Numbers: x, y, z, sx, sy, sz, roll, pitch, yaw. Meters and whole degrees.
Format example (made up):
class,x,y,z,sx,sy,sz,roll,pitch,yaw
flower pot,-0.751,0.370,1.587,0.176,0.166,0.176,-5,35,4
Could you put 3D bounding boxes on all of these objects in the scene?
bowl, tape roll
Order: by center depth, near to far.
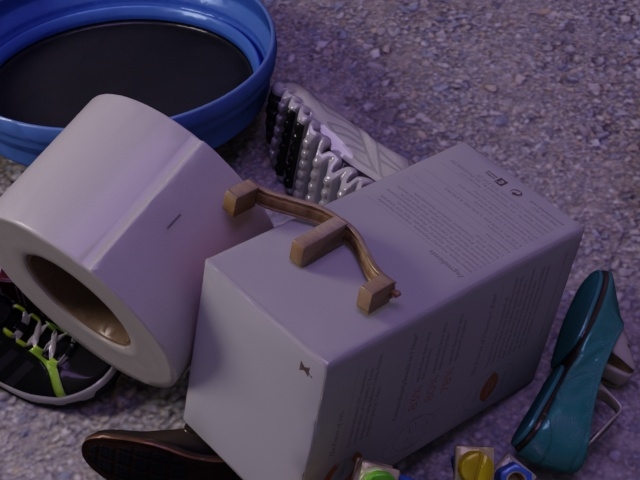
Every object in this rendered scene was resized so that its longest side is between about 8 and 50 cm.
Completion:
class,x,y,z,sx,sy,sz,roll,pitch,yaw
tape roll,-0.184,0.001,1.467,0.246,0.246,0.169,29,65,24
bowl,-0.245,-0.208,1.811,0.391,0.077,0.391,-1,38,1

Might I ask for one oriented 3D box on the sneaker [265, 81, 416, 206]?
class,x,y,z,sx,sy,sz,roll,pitch,yaw
sneaker,0.036,-0.080,1.727,0.118,0.110,0.292,-17,52,-31

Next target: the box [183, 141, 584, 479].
class,x,y,z,sx,sy,sz,roll,pitch,yaw
box,0.060,0.081,1.454,0.345,0.215,0.168,-25,51,-36

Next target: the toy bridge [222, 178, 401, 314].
class,x,y,z,sx,sy,sz,roll,pitch,yaw
toy bridge,0.000,0.000,1.346,0.188,0.026,0.063,35,44,27

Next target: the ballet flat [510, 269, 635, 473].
class,x,y,z,sx,sy,sz,roll,pitch,yaw
ballet flat,0.272,0.141,1.543,0.087,0.083,0.247,33,53,-3

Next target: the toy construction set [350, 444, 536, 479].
class,x,y,z,sx,sy,sz,roll,pitch,yaw
toy construction set,0.061,0.326,1.316,0.215,0.151,0.328,14,70,-5

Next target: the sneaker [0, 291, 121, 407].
class,x,y,z,sx,sy,sz,roll,pitch,yaw
sneaker,-0.322,0.104,1.562,0.234,0.097,0.084,11,50,10

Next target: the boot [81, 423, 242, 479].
class,x,y,z,sx,sy,sz,roll,pitch,yaw
boot,-0.120,0.203,1.497,0.219,0.082,0.106,12,37,2

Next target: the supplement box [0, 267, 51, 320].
class,x,y,z,sx,sy,sz,roll,pitch,yaw
supplement box,-0.226,0.023,1.648,0.239,0.073,0.130,5,51,6
